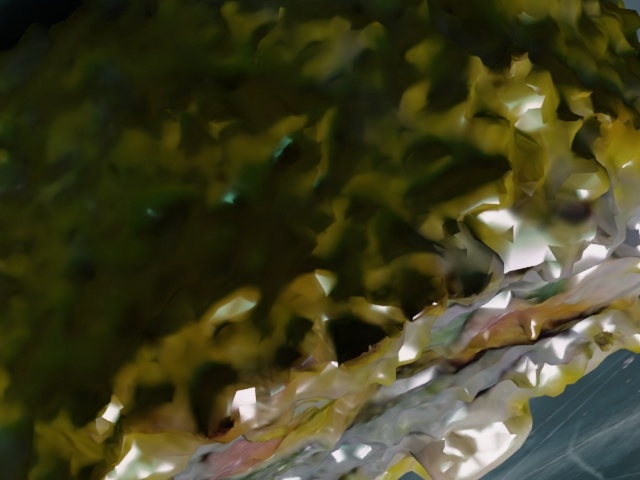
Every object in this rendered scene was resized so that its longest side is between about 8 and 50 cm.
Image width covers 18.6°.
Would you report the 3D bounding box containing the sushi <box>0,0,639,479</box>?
[{"bbox_3d":[0.000,0.000,0.993,0.396,0.240,0.351,-32,160,12],"label":"sushi"}]
